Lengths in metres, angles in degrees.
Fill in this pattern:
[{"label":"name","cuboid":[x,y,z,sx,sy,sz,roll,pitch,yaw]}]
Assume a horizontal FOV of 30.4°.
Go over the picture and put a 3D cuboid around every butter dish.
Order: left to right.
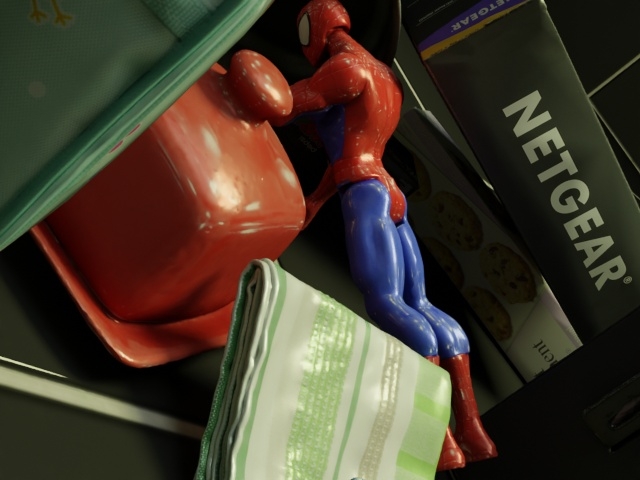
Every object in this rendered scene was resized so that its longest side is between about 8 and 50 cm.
[{"label":"butter dish","cuboid":[-0.063,-0.039,0.538,0.160,0.118,0.160,54,19,11]}]

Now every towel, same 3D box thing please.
[{"label":"towel","cuboid":[0.011,0.086,0.536,0.152,0.023,0.113,32,61,-41]}]

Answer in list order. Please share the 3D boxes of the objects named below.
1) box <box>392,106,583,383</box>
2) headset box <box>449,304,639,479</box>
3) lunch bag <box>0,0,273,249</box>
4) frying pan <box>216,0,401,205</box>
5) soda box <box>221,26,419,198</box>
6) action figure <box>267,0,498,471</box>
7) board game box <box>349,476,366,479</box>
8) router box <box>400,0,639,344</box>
[{"label":"box","cuboid":[0.154,0.033,0.978,0.324,0.067,0.063,55,18,8]},{"label":"headset box","cuboid":[0.249,0.139,0.725,0.283,0.246,0.131,27,30,-47]},{"label":"lunch bag","cuboid":[-0.148,-0.141,0.369,0.279,0.224,0.108,48,19,-10]},{"label":"frying pan","cuboid":[0.011,-0.118,0.745,0.326,0.197,0.053,48,49,-6]},{"label":"soda box","cuboid":[-0.002,-0.090,0.868,0.169,0.053,0.060,44,19,-21]},{"label":"action figure","cuboid":[0.000,0.000,0.681,0.091,0.139,0.280,12,65,-64]},{"label":"board game box","cuboid":[0.138,0.242,0.431,0.316,0.064,0.242,26,27,-18]},{"label":"router box","cuboid":[0.142,-0.092,0.852,0.309,0.081,0.243,54,12,-36]}]
